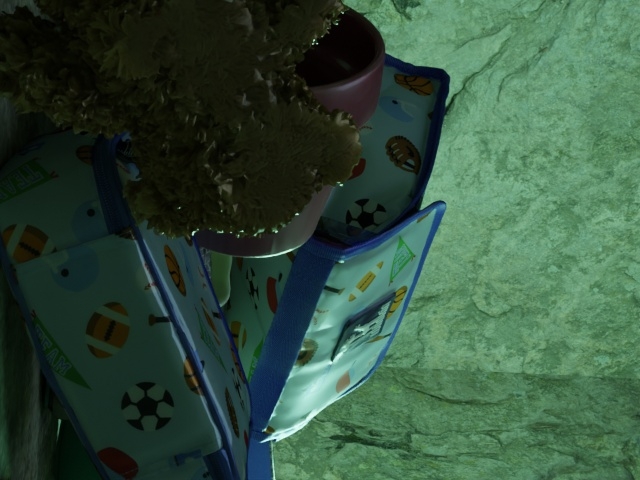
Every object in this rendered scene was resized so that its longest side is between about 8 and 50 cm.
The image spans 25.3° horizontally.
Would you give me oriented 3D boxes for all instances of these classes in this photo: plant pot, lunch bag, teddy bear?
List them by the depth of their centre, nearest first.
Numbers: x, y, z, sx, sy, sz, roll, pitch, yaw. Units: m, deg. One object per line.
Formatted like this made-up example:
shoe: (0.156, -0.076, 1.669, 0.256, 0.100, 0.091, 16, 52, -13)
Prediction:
teddy bear: (-0.094, -0.148, 0.862, 0.338, 0.245, 0.113, 40, 2, -44)
lunch bag: (-0.139, 0.044, 1.074, 0.243, 0.115, 0.303, -86, 159, -76)
plant pot: (-0.056, -0.094, 1.188, 0.201, 0.201, 0.180, -90, -173, -57)
lunch bag: (0.000, 0.000, 1.629, 0.385, 0.239, 0.328, -75, -176, -50)

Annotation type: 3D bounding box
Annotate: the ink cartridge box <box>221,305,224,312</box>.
ink cartridge box: (-0.179, 0.167, 1.518, 0.206, 0.045, 0.208, -27, 130, -57)

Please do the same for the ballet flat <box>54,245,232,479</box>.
ballet flat: (-0.147, 0.075, 1.347, 0.182, 0.164, 0.482, 1, 91, -59)

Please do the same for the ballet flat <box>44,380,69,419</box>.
ballet flat: (-0.202, 0.053, 1.230, 0.072, 0.068, 0.213, -96, -172, -76)

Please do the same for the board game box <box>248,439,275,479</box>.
board game box: (-0.139, 0.163, 1.836, 0.232, 0.141, 0.291, 89, -5, -46)
